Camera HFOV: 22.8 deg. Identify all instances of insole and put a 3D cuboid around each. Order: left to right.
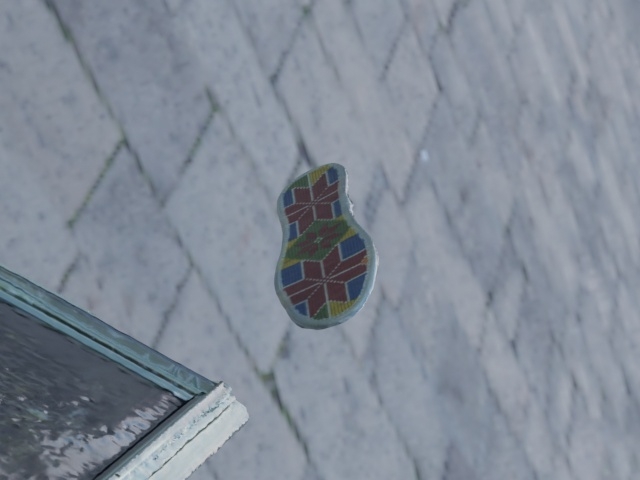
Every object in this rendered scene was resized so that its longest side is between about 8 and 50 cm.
[{"bbox_3d":[0.000,0.000,0.954,0.006,0.065,0.193,59,11,-27],"label":"insole"}]

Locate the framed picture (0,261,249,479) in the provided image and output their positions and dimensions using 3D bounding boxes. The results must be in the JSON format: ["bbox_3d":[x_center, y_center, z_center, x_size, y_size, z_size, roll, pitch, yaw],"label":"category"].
[{"bbox_3d":[-0.161,0.040,0.555,0.019,0.232,0.296,-64,173,14],"label":"framed picture"}]
